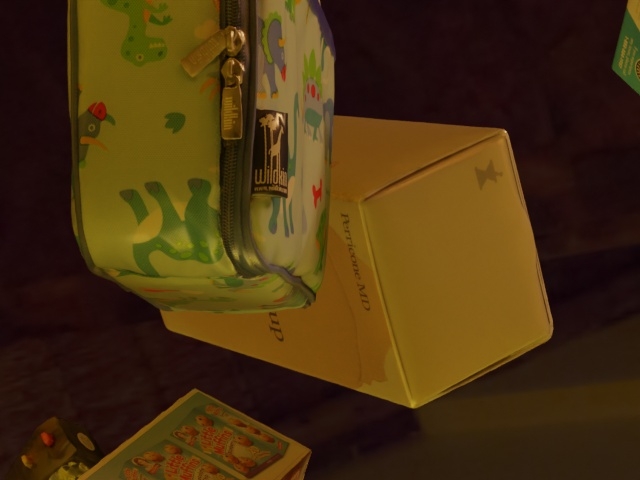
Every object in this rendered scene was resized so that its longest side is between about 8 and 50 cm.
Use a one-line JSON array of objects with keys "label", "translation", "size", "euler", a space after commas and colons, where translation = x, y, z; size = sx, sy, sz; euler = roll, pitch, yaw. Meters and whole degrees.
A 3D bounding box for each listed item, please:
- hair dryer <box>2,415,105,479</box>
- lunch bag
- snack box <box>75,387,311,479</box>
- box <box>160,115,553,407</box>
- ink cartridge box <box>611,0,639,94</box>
[{"label": "hair dryer", "translation": [-0.128, 0.247, 0.704], "size": [0.293, 0.080, 0.223], "euler": [-47, -72, -6]}, {"label": "lunch bag", "translation": [-0.045, -0.061, 0.703], "size": [0.219, 0.090, 0.176], "euler": [53, -144, -78]}, {"label": "snack box", "translation": [-0.073, 0.117, 0.659], "size": [0.178, 0.064, 0.022], "euler": [-36, -34, -55]}, {"label": "box", "translation": [0.000, 0.000, 1.088], "size": [0.121, 0.311, 0.148], "euler": [-25, -72, -29]}, {"label": "ink cartridge box", "translation": [0.239, -0.078, 0.831], "size": [0.062, 0.104, 0.181], "euler": [-31, -118, -19]}]
